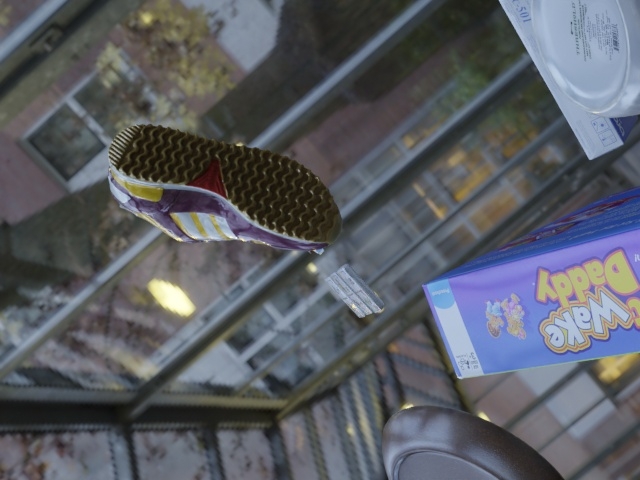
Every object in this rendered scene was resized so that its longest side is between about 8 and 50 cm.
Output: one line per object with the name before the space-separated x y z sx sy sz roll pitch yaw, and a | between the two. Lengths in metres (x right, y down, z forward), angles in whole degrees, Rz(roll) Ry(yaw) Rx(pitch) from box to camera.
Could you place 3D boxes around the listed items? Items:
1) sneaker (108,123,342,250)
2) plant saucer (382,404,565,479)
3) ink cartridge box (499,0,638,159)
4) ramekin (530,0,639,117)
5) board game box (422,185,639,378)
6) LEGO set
sneaker | -0.073 -0.029 0.888 0.185 0.070 0.084 21 150 6
plant saucer | 0.210 0.353 1.585 0.310 0.050 0.311 24 140 21
ink cartridge box | 0.275 -0.199 1.271 0.207 0.046 0.097 58 -148 -8
ramekin | 0.295 -0.219 1.128 0.207 0.109 0.207 160 90 -73
board game box | 0.269 -0.001 0.779 0.347 0.233 0.078 -19 93 55
LEGO set | 0.000 0.000 1.597 0.244 0.060 0.182 46 170 0
